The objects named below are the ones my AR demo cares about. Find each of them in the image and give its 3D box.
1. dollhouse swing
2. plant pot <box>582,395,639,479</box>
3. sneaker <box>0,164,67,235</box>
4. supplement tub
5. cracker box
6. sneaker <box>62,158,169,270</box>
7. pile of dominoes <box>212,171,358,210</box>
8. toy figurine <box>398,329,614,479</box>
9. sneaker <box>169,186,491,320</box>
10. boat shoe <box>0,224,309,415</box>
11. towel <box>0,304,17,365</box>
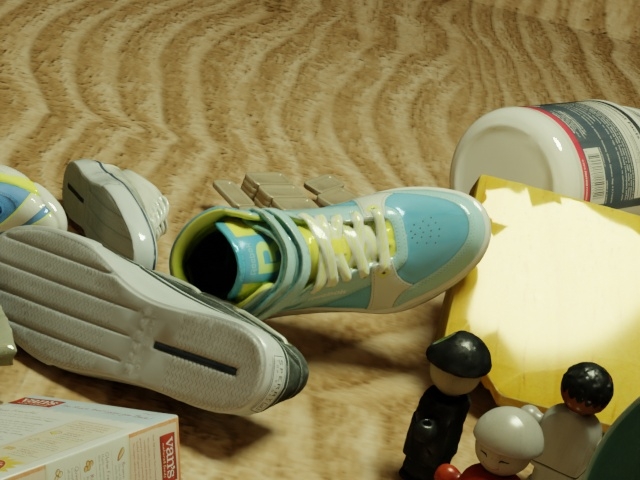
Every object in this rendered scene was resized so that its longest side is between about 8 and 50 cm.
[{"bbox_3d":[0.295,0.115,2.017,0.347,0.305,0.315,15,61,0],"label":"dollhouse swing"},{"bbox_3d":[0.364,0.238,1.411,0.290,0.290,0.195,31,16,38],"label":"plant pot"},{"bbox_3d":[-0.385,-0.027,1.901,0.240,0.091,0.126,20,39,11],"label":"sneaker"},{"bbox_3d":[0.310,-0.079,2.348,0.191,0.191,0.272,30,25,35],"label":"supplement tub"},{"bbox_3d":[-0.235,0.178,1.396,0.156,0.067,0.232,4,12,35],"label":"cracker box"},{"bbox_3d":[-0.202,-0.029,1.987,0.091,0.094,0.258,1,23,-22],"label":"sneaker"},{"bbox_3d":[0.000,0.000,2.176,0.196,0.040,0.251,-1,34,-39],"label":"pile of dominoes"},{"bbox_3d":[0.189,0.184,1.627,0.210,0.148,0.213,9,21,-17],"label":"toy figurine"},{"bbox_3d":[0.004,0.015,1.793,0.319,0.127,0.208,-14,-6,8],"label":"sneaker"},{"bbox_3d":[-0.164,0.086,1.719,0.335,0.121,0.119,24,0,26],"label":"boat shoe"},{"bbox_3d":[-0.456,0.028,1.671,0.324,0.056,0.312,-1,26,-25],"label":"towel"}]
